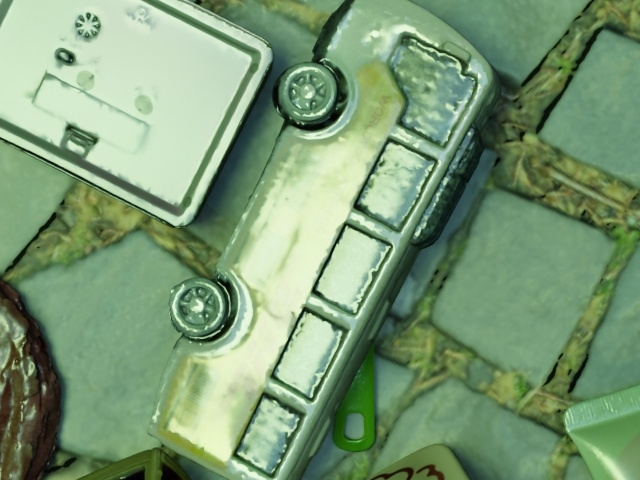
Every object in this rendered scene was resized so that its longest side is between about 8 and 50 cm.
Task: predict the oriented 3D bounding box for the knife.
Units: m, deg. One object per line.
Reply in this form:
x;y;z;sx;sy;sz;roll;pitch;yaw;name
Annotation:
0.025;0.069;1.082;0.078;0.022;0.166;4;90;4;knife

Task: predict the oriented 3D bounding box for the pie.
-0.292;0.107;1.061;0.218;0.054;0.204;1;92;-1;pie

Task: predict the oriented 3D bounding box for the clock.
-0.143;-0.112;1.050;0.192;0.071;0.147;26;91;-1;clock

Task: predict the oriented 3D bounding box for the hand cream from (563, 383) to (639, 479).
0.284;0.244;1.066;0.147;0.093;0.306;-17;83;-2;hand cream

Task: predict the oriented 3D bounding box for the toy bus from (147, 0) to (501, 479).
0.000;0.000;1.029;0.138;0.097;0.343;28;91;12;toy bus

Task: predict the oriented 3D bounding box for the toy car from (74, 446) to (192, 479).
-0.192;0.240;1.017;0.256;0.124;0.101;-25;122;12;toy car

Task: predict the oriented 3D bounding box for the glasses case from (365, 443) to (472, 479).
-0.030;0.266;1.021;0.336;0.144;0.076;-31;105;-1;glasses case
